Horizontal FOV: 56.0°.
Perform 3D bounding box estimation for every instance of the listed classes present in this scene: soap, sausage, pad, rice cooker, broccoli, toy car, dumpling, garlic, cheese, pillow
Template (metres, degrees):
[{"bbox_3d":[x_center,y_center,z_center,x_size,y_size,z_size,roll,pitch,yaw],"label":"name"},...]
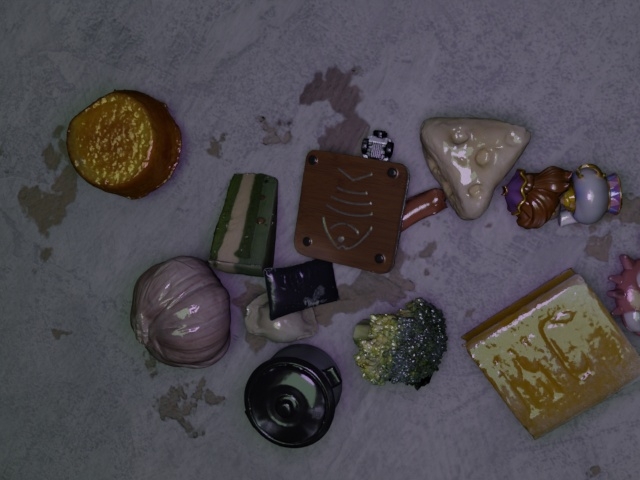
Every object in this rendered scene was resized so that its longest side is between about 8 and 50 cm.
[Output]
[{"bbox_3d":[0.564,0.276,1.472,0.335,0.156,0.293,-35,83,13],"label":"soap"},{"bbox_3d":[0.193,-0.040,1.560,0.304,0.078,0.078,-34,88,14],"label":"sausage"},{"bbox_3d":[0.074,-0.075,1.546,0.286,0.018,0.284,13,100,22],"label":"pad"},{"bbox_3d":[-0.066,0.406,1.586,0.280,0.227,0.241,-28,89,14],"label":"rice cooker"},{"bbox_3d":[0.189,0.273,1.547,0.243,0.247,0.263,11,55,41],"label":"broccoli"},{"bbox_3d":[0.142,-0.199,1.556,0.080,0.070,0.171,11,100,12],"label":"toy car"},{"bbox_3d":[-0.103,0.203,1.644,0.111,0.181,0.155,-26,61,48],"label":"dumpling"},{"bbox_3d":[-0.374,0.200,1.613,0.317,0.259,0.317,21,119,44],"label":"garlic"},{"bbox_3d":[0.339,-0.192,1.452,0.247,0.173,0.251,26,94,10],"label":"cheese"},{"bbox_3d":[-0.049,0.122,1.595,0.208,0.055,0.141,-12,98,-27],"label":"pillow"}]

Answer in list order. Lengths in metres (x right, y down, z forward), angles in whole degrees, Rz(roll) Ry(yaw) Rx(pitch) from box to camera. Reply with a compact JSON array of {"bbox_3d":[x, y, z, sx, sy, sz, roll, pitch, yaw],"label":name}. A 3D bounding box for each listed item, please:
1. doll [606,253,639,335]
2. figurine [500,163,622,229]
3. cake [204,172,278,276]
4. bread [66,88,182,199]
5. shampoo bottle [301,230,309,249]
[{"bbox_3d":[0.781,0.119,1.428,0.211,0.093,0.262,12,88,-5],"label":"doll"},{"bbox_3d":[0.564,-0.105,1.432,0.263,0.142,0.190,-2,130,10],"label":"figurine"},{"bbox_3d":[-0.198,-0.029,1.663,0.158,0.172,0.284,7,64,5],"label":"cake"},{"bbox_3d":[-0.541,-0.261,1.652,0.312,0.172,0.312,1,94,12],"label":"bread"},{"bbox_3d":[0.000,0.000,1.623,0.099,0.043,0.072,4,97,13],"label":"shampoo bottle"}]
